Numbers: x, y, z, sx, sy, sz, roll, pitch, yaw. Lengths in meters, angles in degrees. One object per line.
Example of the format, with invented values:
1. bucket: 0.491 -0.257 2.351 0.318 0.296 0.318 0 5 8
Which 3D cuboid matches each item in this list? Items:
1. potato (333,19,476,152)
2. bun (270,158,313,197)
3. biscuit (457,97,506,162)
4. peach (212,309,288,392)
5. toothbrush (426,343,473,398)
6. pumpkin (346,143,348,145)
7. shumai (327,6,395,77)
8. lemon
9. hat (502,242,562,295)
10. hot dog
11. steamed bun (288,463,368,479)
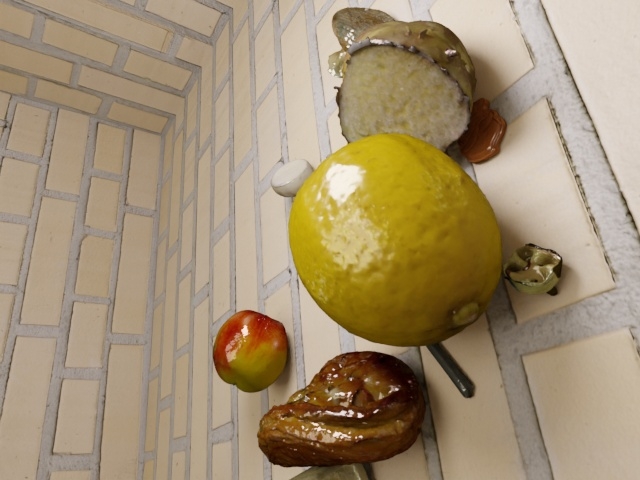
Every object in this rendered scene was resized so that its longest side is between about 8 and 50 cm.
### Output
1. potato: 0.187 -0.329 0.962 0.237 0.289 0.301 -55 -7 -30
2. bun: -0.074 -0.175 1.454 0.138 0.094 0.138 -26 32 18
3. biscuit: 0.301 -0.208 0.921 0.102 0.019 0.130 -49 43 41
4. peach: -0.197 0.310 1.371 0.231 0.231 0.230 -25 59 53
5. toothbrush: 0.203 0.188 0.945 0.297 0.031 0.030 -125 28 -48
6. pumpkin: 0.120 -0.170 1.117 0.131 0.126 0.247 -21 45 54
7. shumai: 0.106 -0.493 1.235 0.209 0.161 0.152 48 146 27
8. lemon: 0.135 0.023 0.819 0.364 0.364 0.364 -25 59 53
9. hat: 0.332 0.050 0.752 0.076 0.059 0.077 -47 41 -13
10. hot dog: 0.030 0.349 0.976 0.388 0.267 0.174 -32 91 45
11. steamed bun: -0.001 0.566 1.032 0.238 0.170 0.152 -48 61 38
